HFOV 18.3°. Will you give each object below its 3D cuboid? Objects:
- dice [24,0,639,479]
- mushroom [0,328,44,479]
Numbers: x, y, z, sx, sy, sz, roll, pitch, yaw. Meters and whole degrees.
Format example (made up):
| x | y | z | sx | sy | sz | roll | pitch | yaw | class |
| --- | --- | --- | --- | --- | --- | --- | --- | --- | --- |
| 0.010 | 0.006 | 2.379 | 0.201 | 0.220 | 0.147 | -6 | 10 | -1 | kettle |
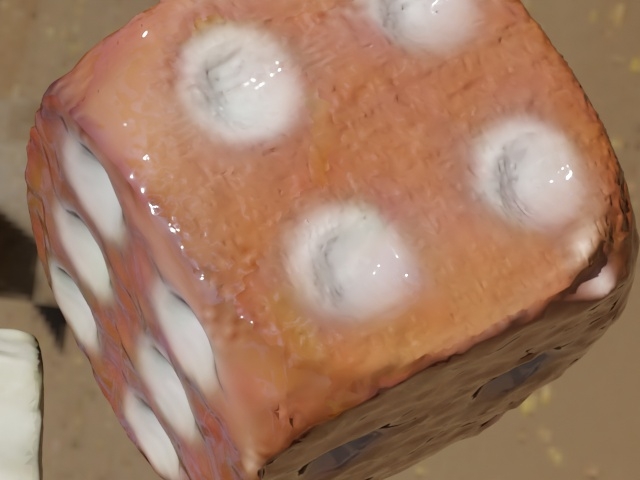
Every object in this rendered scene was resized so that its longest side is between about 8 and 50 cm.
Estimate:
| x | y | z | sx | sy | sz | roll | pitch | yaw | class |
| --- | --- | --- | --- | --- | --- | --- | --- | --- | --- |
| 0.000 | 0.000 | 0.758 | 0.174 | 0.179 | 0.175 | 57 | 152 | 13 | dice |
| -0.154 | 0.099 | 0.497 | 0.247 | 0.108 | 0.096 | -18 | 55 | 22 | mushroom |
